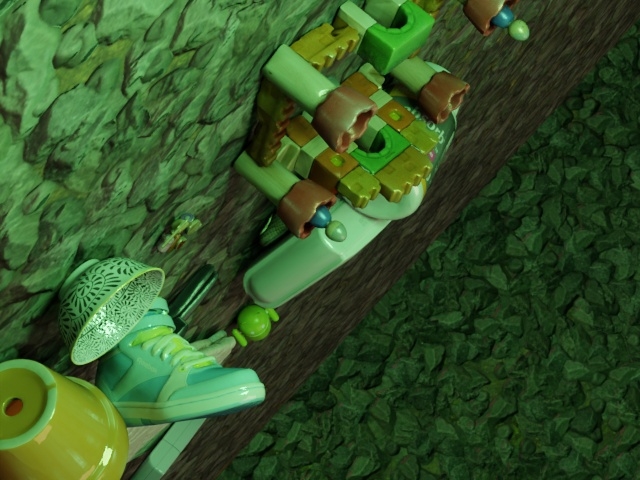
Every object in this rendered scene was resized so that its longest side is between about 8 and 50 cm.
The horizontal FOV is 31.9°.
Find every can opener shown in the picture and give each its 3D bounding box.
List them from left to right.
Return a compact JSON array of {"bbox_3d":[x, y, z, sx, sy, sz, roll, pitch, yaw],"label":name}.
[{"bbox_3d":[-0.234,0.118,1.899,0.186,0.073,0.059,-53,163,-26],"label":"can opener"}]

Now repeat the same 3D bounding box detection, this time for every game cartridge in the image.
[{"bbox_3d":[-0.322,0.439,2.423,0.198,0.062,0.297,-55,178,33],"label":"game cartridge"}]

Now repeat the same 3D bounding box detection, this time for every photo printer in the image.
[{"bbox_3d":[0.000,0.000,2.089,0.256,0.107,0.307,-43,-175,-42],"label":"photo printer"}]

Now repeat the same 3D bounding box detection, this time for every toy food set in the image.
[{"bbox_3d":[-0.215,-0.009,1.669,0.078,0.019,0.122,-48,176,-5],"label":"toy food set"}]

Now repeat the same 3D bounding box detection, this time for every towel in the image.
[{"bbox_3d":[-0.329,0.323,2.196,0.332,0.053,0.317,-51,169,15],"label":"towel"}]

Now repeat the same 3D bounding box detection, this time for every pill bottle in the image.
[{"bbox_3d":[0.145,-0.181,1.970,0.278,0.162,0.162,-61,177,-37],"label":"pill bottle"}]

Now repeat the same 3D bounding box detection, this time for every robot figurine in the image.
[{"bbox_3d":[-0.141,0.174,2.367,0.101,0.067,0.115,-35,166,-6],"label":"robot figurine"}]

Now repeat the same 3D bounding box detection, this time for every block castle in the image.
[{"bbox_3d":[0.099,-0.214,1.688,0.453,0.213,0.303,-41,165,-36],"label":"block castle"}]

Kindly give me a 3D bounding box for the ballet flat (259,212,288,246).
[{"bbox_3d":[-0.027,-0.087,2.028,0.250,0.058,0.084,-45,-174,4],"label":"ballet flat"}]

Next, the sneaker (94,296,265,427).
[{"bbox_3d":[-0.222,0.160,1.626,0.319,0.208,0.127,-11,172,35],"label":"sneaker"}]

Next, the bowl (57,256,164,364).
[{"bbox_3d":[-0.296,0.077,1.495,0.170,0.080,0.170,-47,168,-13],"label":"bowl"}]

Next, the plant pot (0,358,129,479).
[{"bbox_3d":[-0.385,0.257,1.513,0.205,0.205,0.188,-45,151,-17],"label":"plant pot"}]
